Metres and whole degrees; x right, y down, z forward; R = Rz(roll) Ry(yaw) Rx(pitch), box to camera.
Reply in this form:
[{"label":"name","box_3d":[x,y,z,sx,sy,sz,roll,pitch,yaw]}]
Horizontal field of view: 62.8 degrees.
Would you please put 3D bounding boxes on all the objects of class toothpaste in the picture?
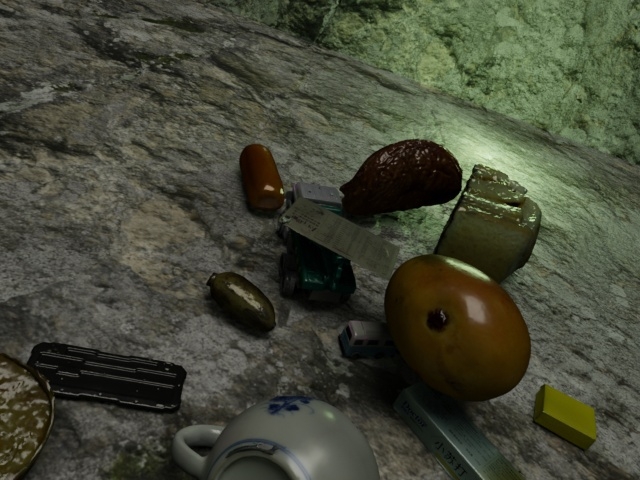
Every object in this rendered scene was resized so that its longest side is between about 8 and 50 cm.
[{"label":"toothpaste","box_3d":[0.272,0.397,0.982,0.089,0.071,0.313,-15,49,-38]}]

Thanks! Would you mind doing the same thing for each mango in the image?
[{"label":"mango","box_3d":[0.268,0.163,1.086,0.300,0.232,0.446,43,7,2]}]

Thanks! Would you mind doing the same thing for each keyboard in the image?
[{"label":"keyboard","box_3d":[-0.367,0.234,0.903,0.262,0.016,0.106,13,36,-13]}]

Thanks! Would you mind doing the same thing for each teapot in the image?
[{"label":"teapot","box_3d":[-0.031,0.351,0.757,0.424,0.252,0.280,11,-6,23]}]

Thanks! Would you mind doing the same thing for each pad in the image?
[{"label":"pad","box_3d":[0.048,-0.013,1.149,0.265,0.009,0.159,28,29,2]}]

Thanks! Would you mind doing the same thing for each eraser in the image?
[{"label":"eraser","box_3d":[0.538,0.387,1.158,0.122,0.045,0.097,27,35,9]}]

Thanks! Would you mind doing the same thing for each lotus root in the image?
[{"label":"lotus root","box_3d":[-0.162,0.124,1.095,0.179,0.089,0.080,34,80,11]}]

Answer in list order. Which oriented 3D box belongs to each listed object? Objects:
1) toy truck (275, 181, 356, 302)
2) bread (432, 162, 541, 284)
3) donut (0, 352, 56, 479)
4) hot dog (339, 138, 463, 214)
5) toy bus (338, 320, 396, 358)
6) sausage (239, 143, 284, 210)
[{"label":"toy truck","box_3d":[-0.003,0.005,1.268,0.177,0.178,0.363,8,34,-18]},{"label":"bread","box_3d":[0.490,-0.022,1.504,0.264,0.239,0.395,28,36,9]},{"label":"donut","box_3d":[-0.514,0.263,0.720,0.272,0.107,0.272,16,40,-14]},{"label":"hot dog","box_3d":[0.234,-0.179,1.568,0.388,0.267,0.174,-9,70,-23]},{"label":"toy bus","box_3d":[0.109,0.211,1.135,0.123,0.074,0.060,6,38,-21]},{"label":"sausage","box_3d":[-0.169,-0.183,1.490,0.105,0.105,0.274,5,39,-22]}]
